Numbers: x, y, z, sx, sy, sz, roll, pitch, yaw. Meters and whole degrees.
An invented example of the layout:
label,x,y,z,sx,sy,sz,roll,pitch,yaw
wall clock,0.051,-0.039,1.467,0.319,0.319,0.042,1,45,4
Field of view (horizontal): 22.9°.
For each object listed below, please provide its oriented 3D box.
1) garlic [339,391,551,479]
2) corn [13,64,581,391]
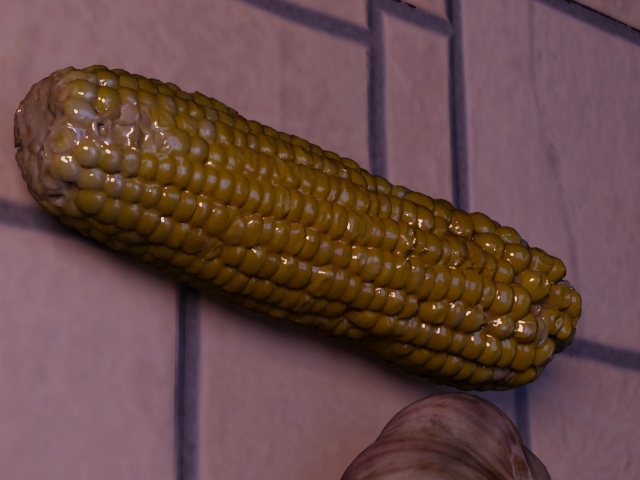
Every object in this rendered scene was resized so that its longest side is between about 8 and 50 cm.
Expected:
label,x,y,z,sx,sy,sz,roll,pitch,yaw
garlic,0.061,0.154,0.749,0.147,0.102,0.159,28,47,-51
corn,0.000,0.000,0.752,0.320,0.097,0.097,22,62,-34
